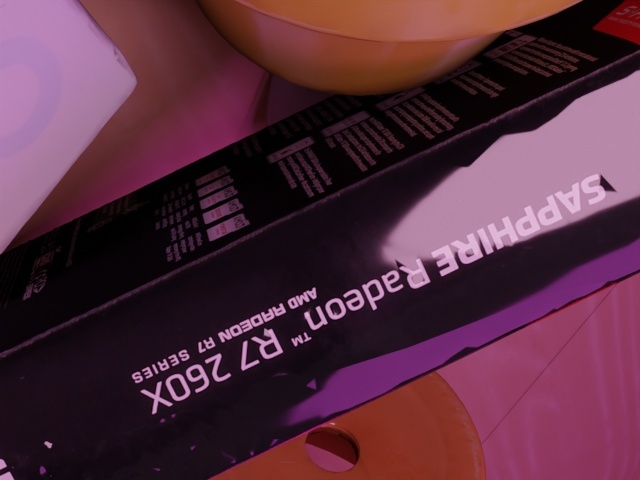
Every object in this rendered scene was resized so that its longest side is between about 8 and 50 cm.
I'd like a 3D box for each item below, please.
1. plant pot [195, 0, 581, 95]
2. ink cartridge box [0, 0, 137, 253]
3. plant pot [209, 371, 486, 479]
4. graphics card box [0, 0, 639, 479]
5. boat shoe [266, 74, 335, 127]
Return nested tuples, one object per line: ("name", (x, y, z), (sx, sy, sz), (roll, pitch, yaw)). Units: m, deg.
("plant pot", (0.022, -0.174, 0.570), (0.254, 0.254, 0.239), (-38, 170, -14))
("ink cartridge box", (-0.257, 0.007, 0.501), (0.385, 0.091, 0.308), (-54, 157, -8))
("plant pot", (-0.014, 0.189, 0.980), (0.290, 0.291, 0.203), (-25, 151, -35))
("graphics card box", (0.000, 0.000, 0.683), (0.370, 0.094, 0.233), (-25, -166, -2))
("boat shoe", (0.056, -0.130, 0.832), (0.084, 0.095, 0.258), (-7, 137, -46))
